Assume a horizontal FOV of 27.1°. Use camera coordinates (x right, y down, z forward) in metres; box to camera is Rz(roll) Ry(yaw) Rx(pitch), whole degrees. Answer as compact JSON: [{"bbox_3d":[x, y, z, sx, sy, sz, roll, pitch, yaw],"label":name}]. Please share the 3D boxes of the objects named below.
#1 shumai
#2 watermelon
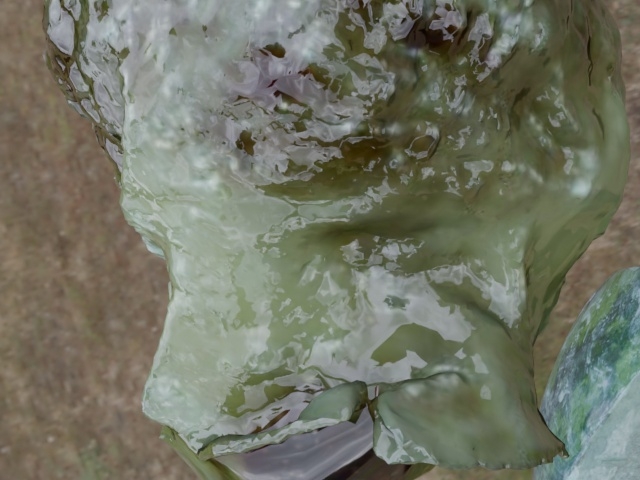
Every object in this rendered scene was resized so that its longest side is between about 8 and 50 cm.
[{"bbox_3d":[0.000,0.000,0.824,0.395,0.395,0.348,3,84,44],"label":"shumai"},{"bbox_3d":[0.341,0.166,1.254,0.258,0.387,0.228,19,89,15],"label":"watermelon"}]
